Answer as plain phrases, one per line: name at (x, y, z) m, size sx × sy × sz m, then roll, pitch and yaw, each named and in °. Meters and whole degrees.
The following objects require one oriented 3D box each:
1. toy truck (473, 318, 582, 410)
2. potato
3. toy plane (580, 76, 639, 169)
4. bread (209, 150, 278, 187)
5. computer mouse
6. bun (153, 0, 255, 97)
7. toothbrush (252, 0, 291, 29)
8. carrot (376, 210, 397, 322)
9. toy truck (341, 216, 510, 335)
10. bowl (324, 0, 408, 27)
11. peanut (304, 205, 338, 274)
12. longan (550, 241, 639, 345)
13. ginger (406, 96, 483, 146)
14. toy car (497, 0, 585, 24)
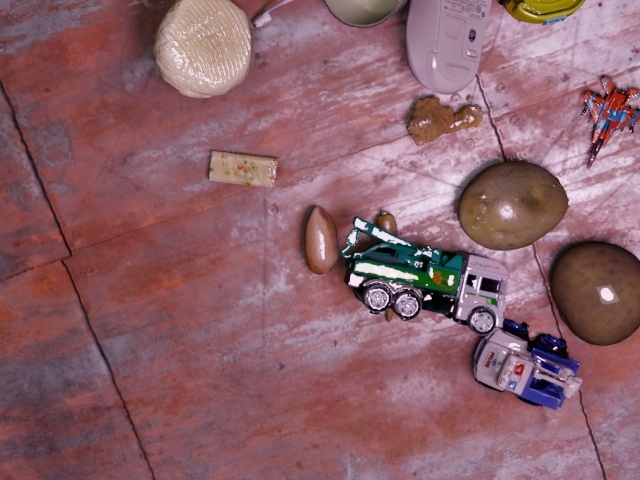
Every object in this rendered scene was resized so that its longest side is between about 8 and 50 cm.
toy truck at (0.435, 0.276, 1.928) m, size 0.213 × 0.177 × 0.161 m, roll 21°, pitch 102°, yaw 2°
potato at (0.399, -0.072, 1.892) m, size 0.235 × 0.160 × 0.177 m, roll -1°, pitch 124°, yaw -7°
toy plane at (0.591, -0.237, 1.888) m, size 0.130 × 0.061 × 0.189 m, roll 21°, pitch 105°, yaw 2°
bread at (-0.170, -0.157, 2.001) m, size 0.154 × 0.028 × 0.068 m, roll 8°, pitch 102°, yaw 7°
computer mouse at (0.253, -0.446, 1.848) m, size 0.184 × 0.121 × 0.296 m, roll -3°, pitch 100°, yaw -36°
bun at (-0.248, -0.405, 1.915) m, size 0.221 × 0.134 × 0.220 m, roll -4°, pitch 100°, yaw -21°
toothbrush at (-0.036, -0.514, 1.873) m, size 0.288 × 0.021 × 0.024 m, roll -26°, pitch 108°, yaw 36°
carrot at (0.148, 0.059, 1.994) m, size 0.049 × 0.049 × 0.254 m, roll -1°, pitch 103°, yaw 6°
toy truck at (0.214, 0.082, 1.901) m, size 0.364 × 0.176 × 0.177 m, roll 16°, pitch 93°, yaw -7°
bowl at (0.109, -0.542, 1.846) m, size 0.212 × 0.112 × 0.211 m, roll 13°, pitch 114°, yaw 31°
peanut at (0.000, 0.000, 1.984) m, size 0.076 × 0.076 × 0.152 m, roll -2°, pitch 95°, yaw 7°
longan at (0.582, 0.108, 1.878) m, size 0.197 × 0.196 × 0.220 m, roll -16°, pitch 92°, yaw 9°
ginger at (0.257, -0.265, 1.920) m, size 0.165 × 0.067 × 0.096 m, roll -18°, pitch 97°, yaw -4°
toy car at (0.428, -0.547, 1.813) m, size 0.201 × 0.142 × 0.247 m, roll -9°, pitch 90°, yaw -3°
